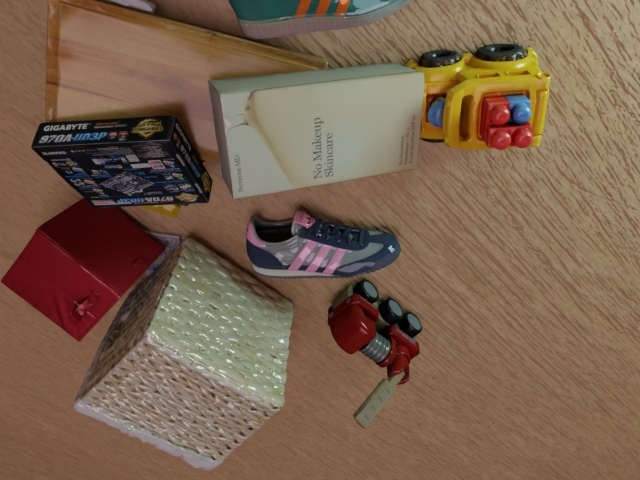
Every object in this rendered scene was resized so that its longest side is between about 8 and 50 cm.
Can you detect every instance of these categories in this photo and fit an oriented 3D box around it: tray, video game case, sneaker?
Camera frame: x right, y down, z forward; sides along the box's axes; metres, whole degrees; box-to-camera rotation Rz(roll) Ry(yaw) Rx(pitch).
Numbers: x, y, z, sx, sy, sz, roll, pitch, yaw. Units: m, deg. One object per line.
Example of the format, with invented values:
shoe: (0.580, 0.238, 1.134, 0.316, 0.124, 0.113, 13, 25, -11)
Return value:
tray: (-0.212, -0.242, 0.773, 0.410, 0.076, 0.203, 9, 114, -15)
video game case: (-0.358, 0.034, 1.075, 0.087, 0.011, 0.122, 8, 124, 0)
sneaker: (0.000, 0.000, 0.960, 0.318, 0.112, 0.131, -6, 126, 7)
sneaker: (0.004, -0.384, 0.686, 0.302, 0.108, 0.121, -7, 148, 11)

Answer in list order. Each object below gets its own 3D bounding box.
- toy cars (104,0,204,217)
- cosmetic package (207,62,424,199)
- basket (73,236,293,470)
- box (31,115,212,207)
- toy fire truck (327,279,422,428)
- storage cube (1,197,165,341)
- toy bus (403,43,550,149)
toy cars: (-0.309, -0.234, 0.849, 0.176, 0.087, 0.394, -19, 118, -1)
cosmetic package: (-0.004, -0.177, 0.741, 0.309, 0.113, 0.160, -13, 121, -17)
basket: (-0.256, 0.233, 1.005, 0.331, 0.328, 0.266, 38, 117, -22)
box: (-0.309, -0.121, 0.769, 0.220, 0.051, 0.175, -2, 153, 7)
toy fire truck: (0.108, 0.248, 1.034, 0.217, 0.246, 0.158, 37, 119, -19)
storage cube: (-0.479, 0.050, 0.976, 0.193, 0.215, 0.183, 43, 118, -12)
toy bus: (0.242, -0.204, 0.744, 0.220, 0.211, 0.149, -2, 125, 8)
